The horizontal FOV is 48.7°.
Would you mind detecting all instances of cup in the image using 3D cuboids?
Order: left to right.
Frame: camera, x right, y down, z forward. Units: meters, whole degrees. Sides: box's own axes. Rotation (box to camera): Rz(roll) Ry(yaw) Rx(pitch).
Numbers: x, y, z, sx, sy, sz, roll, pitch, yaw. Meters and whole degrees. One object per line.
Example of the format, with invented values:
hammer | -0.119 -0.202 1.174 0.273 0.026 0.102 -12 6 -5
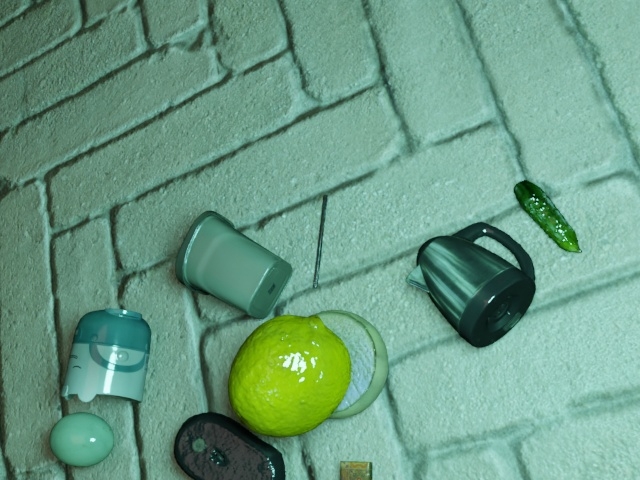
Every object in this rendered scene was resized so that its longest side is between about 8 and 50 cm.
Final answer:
cup | -0.613 0.336 2.023 0.290 0.219 0.257 -16 63 55

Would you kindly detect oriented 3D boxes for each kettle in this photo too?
kettle | 0.346 0.073 1.656 0.250 0.207 0.271 -54 53 9

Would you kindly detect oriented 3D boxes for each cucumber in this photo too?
cucumber | 0.540 -0.055 1.679 0.069 0.069 0.227 -38 64 10

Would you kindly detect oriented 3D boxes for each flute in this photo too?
flute | 0.000 0.000 1.942 0.014 0.014 0.269 0 74 25

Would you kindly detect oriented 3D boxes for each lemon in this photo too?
lemon | -0.073 0.314 1.615 0.268 0.268 0.321 43 114 29

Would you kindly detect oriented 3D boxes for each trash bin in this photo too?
trash bin | -0.229 0.076 1.922 0.250 0.220 0.219 27 88 22

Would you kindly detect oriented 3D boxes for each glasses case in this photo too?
glasses case | 0.085 0.637 1.678 0.075 0.049 0.218 -4 72 17

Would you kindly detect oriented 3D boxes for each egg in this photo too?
egg | -0.673 0.562 1.997 0.192 0.149 0.149 3 75 26

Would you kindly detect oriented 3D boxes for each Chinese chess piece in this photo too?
Chinese chess piece | 0.036 0.308 1.771 0.270 0.112 0.269 -7 72 23

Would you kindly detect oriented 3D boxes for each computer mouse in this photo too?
computer mouse | -0.229 0.564 1.811 0.323 0.116 0.182 27 85 23
